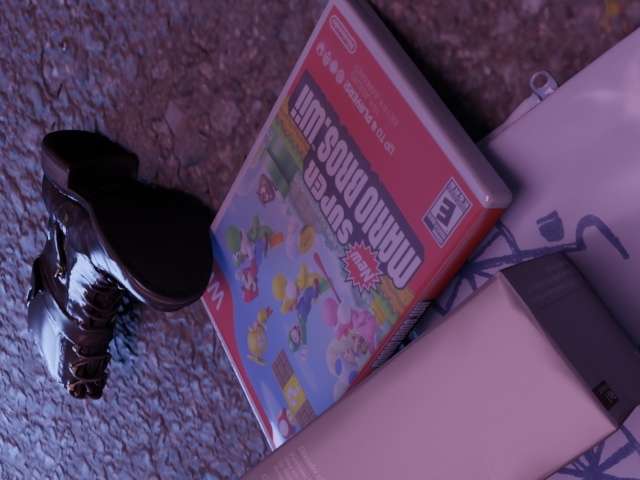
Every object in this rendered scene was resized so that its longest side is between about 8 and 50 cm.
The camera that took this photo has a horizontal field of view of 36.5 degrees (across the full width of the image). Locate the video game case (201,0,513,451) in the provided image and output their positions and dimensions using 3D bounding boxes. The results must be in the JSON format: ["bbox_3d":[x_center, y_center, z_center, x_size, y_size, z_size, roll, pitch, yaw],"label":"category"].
[{"bbox_3d":[0.000,0.000,0.686,0.285,0.025,0.204,-58,48,36],"label":"video game case"}]

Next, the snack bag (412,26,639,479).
[{"bbox_3d":[0.206,0.045,0.559,0.342,0.037,0.323,-40,78,41],"label":"snack bag"}]

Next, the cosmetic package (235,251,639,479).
[{"bbox_3d":[0.063,0.116,0.559,0.238,0.127,0.107,-44,74,22],"label":"cosmetic package"}]

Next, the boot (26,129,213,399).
[{"bbox_3d":[-0.189,0.050,0.857,0.263,0.091,0.229,45,130,42],"label":"boot"}]
